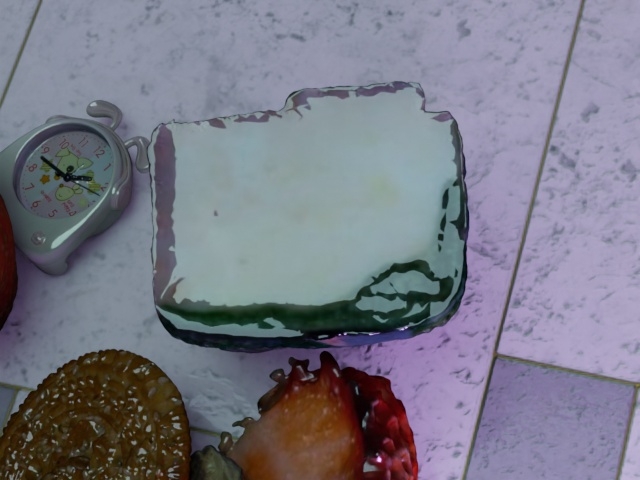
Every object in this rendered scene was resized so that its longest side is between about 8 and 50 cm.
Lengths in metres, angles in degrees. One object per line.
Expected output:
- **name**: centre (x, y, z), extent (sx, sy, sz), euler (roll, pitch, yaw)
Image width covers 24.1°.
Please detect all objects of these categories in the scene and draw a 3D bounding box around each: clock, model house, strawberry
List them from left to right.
- **clock**: centre (-0.282, -0.067, 1.699), extent (0.191, 0.062, 0.151), euler (-40, 65, -6)
- **model house**: centre (-0.001, -0.002, 1.499), extent (0.298, 0.284, 0.243), euler (-4, 80, 3)
- **strawberry**: centre (0.021, 0.252, 1.427), extent (0.280, 0.150, 0.253), euler (21, 81, 47)

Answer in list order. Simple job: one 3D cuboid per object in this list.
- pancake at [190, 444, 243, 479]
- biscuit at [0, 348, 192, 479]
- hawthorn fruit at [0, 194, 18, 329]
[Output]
- **pancake**: centre (-0.180, 0.286, 1.476), extent (0.288, 0.033, 0.286), euler (-30, 48, 29)
- **biscuit**: centre (-0.247, 0.249, 1.502), extent (0.305, 0.038, 0.305), euler (-21, 55, 33)
- **hawthorn fruit**: centre (-0.481, -0.026, 1.586), extent (0.284, 0.285, 0.369), euler (-21, 88, 3)
